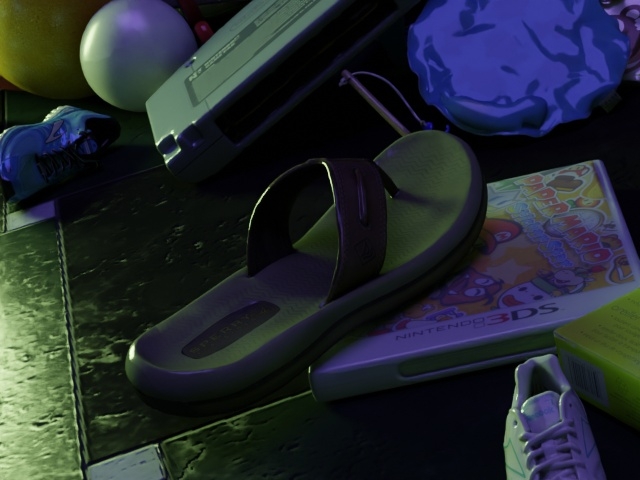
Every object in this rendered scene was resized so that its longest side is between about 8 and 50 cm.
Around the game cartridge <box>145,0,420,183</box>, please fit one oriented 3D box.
[{"bbox_3d":[-0.030,-0.184,1.324,0.297,0.062,0.198,-40,19,6],"label":"game cartridge"}]

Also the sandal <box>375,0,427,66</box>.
[{"bbox_3d":[0.081,-0.249,1.448,0.138,0.126,0.317,-25,23,-11],"label":"sandal"}]

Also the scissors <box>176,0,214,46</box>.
[{"bbox_3d":[-0.135,-0.227,1.635,0.021,0.109,0.297,-31,0,-4],"label":"scissors"}]

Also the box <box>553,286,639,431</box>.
[{"bbox_3d":[0.228,0.044,0.780,0.178,0.042,0.109,-25,25,-20],"label":"box"}]

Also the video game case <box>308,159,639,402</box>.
[{"bbox_3d":[0.098,0.019,0.944,0.206,0.026,0.227,-12,23,8],"label":"video game case"}]

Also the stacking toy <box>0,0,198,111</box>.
[{"bbox_3d":[-0.284,-0.273,1.589,0.350,0.351,0.480,-30,43,-29],"label":"stacking toy"}]

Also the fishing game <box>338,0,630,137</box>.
[{"bbox_3d":[0.165,-0.154,1.205,0.264,0.041,0.189,-37,58,-15],"label":"fishing game"}]

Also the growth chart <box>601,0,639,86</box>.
[{"bbox_3d":[0.236,-0.189,1.247,0.237,0.021,0.172,-2,55,17],"label":"growth chart"}]

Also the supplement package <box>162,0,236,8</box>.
[{"bbox_3d":[-0.059,-0.395,1.725,0.262,0.199,0.198,0,17,33],"label":"supplement package"}]

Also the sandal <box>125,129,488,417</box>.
[{"bbox_3d":[0.000,0.001,0.905,0.120,0.086,0.302,7,32,41],"label":"sandal"}]

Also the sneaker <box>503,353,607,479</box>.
[{"bbox_3d":[0.108,0.109,0.691,0.053,0.061,0.152,-12,25,5],"label":"sneaker"}]

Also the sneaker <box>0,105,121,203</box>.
[{"bbox_3d":[-0.243,-0.086,1.358,0.073,0.063,0.162,1,28,27],"label":"sneaker"}]
